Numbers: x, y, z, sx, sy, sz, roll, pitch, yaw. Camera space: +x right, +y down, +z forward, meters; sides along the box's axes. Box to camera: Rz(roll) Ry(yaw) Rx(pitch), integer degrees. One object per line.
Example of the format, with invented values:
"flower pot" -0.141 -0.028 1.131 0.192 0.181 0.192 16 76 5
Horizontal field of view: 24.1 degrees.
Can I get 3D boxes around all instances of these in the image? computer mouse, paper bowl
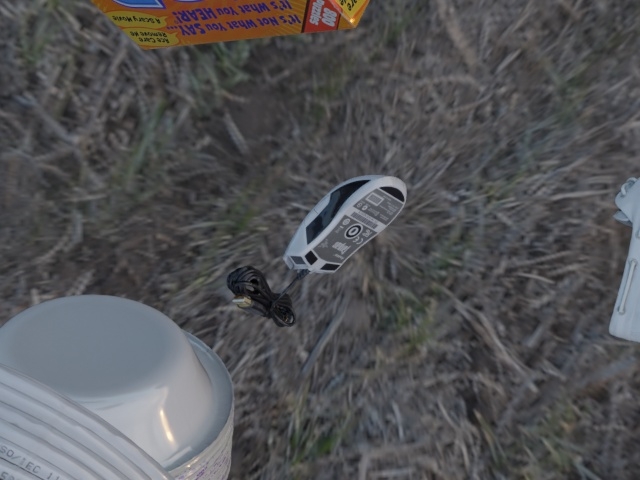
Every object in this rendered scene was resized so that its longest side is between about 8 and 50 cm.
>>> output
"computer mouse" 0.000 0.000 1.391 0.193 0.106 0.042 -43 53 13
"paper bowl" -0.226 0.161 1.467 0.284 0.284 0.148 7 123 2

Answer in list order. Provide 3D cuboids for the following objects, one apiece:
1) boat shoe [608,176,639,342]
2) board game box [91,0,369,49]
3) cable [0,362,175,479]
"boat shoe" 0.324 -0.028 1.443 0.084 0.095 0.258 6 81 22
"board game box" -0.119 -0.461 1.602 0.356 0.357 0.356 42 64 -36
"cable" -0.181 0.150 0.780 0.257 0.257 0.089 25 55 0
